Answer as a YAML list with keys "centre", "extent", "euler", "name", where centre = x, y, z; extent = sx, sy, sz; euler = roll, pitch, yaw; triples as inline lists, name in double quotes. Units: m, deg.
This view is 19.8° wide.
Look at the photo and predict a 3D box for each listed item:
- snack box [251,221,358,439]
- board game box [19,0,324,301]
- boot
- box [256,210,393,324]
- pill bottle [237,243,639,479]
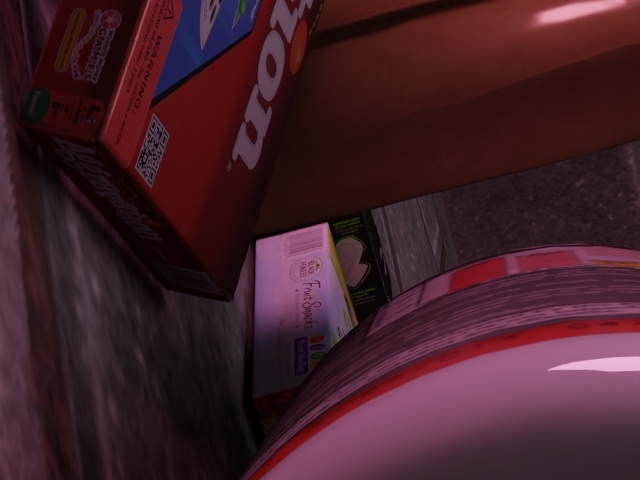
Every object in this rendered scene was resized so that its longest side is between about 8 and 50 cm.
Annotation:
- centre: [0.002, 0.068, 0.759]
  extent: [0.141, 0.037, 0.100]
  euler: [-91, 165, -65]
  name: "snack box"
- centre: [-0.013, -0.134, 0.551]
  extent: [0.145, 0.027, 0.281]
  euler: [62, 43, -70]
  name: "board game box"
- centre: [0.077, -0.042, 0.615]
  extent: [0.236, 0.269, 0.089]
  euler: [-86, 163, -66]
  name: "boot"
- centre: [0.000, 0.000, 0.841]
  extent: [0.062, 0.052, 0.083]
  euler: [-93, 168, -65]
  name: "box"
- centre: [0.073, 0.108, 0.492]
  extent: [0.363, 0.210, 0.210]
  euler: [-43, 119, -83]
  name: "pill bottle"
